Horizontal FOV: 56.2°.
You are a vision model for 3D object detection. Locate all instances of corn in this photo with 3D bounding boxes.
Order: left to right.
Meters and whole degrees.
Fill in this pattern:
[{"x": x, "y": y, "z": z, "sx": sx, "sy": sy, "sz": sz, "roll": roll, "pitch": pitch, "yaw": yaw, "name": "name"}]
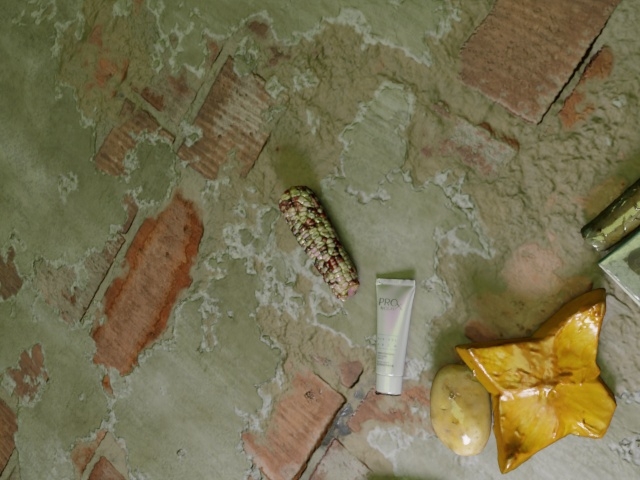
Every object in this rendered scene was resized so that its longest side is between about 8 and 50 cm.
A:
[{"x": 0.000, "y": 0.000, "z": 1.320, "sx": 0.092, "sy": 0.092, "sz": 0.280, "roll": -37, "pitch": 76, "yaw": 20, "name": "corn"}]

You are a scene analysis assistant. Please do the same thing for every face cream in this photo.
[{"x": 0.153, "y": 0.203, "z": 1.268, "sx": 0.092, "sy": 0.058, "sz": 0.244, "roll": 1, "pitch": 83, "yaw": 30, "name": "face cream"}]

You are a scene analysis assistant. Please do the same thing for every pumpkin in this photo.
[{"x": 0.421, "y": 0.257, "z": 1.099, "sx": 0.290, "sy": 0.095, "sz": 0.258, "roll": -21, "pitch": 84, "yaw": 7, "name": "pumpkin"}]

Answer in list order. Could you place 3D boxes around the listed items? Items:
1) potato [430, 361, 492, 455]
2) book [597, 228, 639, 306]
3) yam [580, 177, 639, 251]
[{"x": 0.274, "y": 0.330, "z": 1.177, "sx": 0.118, "sy": 0.109, "sz": 0.178, "roll": -10, "pitch": 80, "yaw": 45, "name": "potato"}, {"x": 0.712, "y": 0.012, "z": 1.005, "sx": 0.379, "sy": 0.031, "sz": 0.264, "roll": -45, "pitch": 80, "yaw": 18, "name": "book"}, {"x": 0.598, "y": -0.100, "z": 1.051, "sx": 0.317, "sy": 0.067, "sz": 0.071, "roll": -46, "pitch": 34, "yaw": 20, "name": "yam"}]
